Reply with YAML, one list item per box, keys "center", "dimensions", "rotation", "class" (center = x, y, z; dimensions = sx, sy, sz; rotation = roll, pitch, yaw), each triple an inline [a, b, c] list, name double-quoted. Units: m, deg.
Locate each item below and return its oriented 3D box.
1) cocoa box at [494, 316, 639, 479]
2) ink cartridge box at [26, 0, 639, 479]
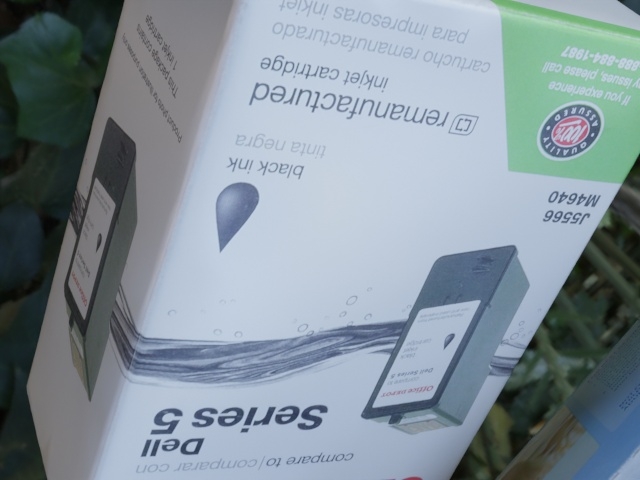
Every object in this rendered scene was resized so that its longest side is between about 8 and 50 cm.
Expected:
- center: [0.171, 0.212, 0.480]
  dimensions: [0.347, 0.228, 0.231]
  rotation: [-49, 172, 3]
  class: "cocoa box"
- center: [0.000, 0.000, 0.439]
  dimensions: [0.198, 0.115, 0.273]
  rotation: [3, 124, -30]
  class: "ink cartridge box"
